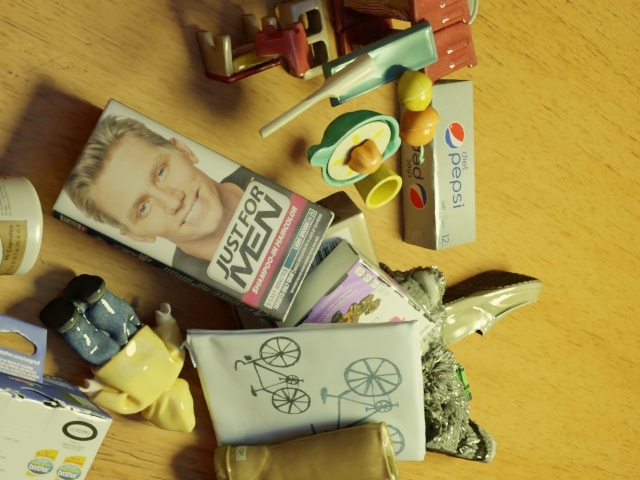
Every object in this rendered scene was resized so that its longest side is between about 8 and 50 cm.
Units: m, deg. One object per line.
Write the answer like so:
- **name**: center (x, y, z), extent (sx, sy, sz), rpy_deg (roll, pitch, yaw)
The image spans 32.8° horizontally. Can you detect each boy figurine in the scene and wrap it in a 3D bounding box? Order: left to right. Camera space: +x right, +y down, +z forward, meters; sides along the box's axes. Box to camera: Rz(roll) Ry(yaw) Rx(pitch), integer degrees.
- **boy figurine**: center (-0.268, 0.171, 1.577), extent (0.177, 0.092, 0.285), rpy_deg (-51, 125, -18)

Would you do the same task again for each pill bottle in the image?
- **pill bottle**: center (-0.477, -0.018, 1.354), extent (0.229, 0.131, 0.131), rpy_deg (-1, 99, -37)

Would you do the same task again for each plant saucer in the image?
- **plant saucer**: center (0.091, -0.256, 1.578), extent (0.192, 0.018, 0.067), rpy_deg (-27, 119, -23)

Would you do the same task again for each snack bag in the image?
- **snack bag**: center (-0.014, 0.236, 1.643), extent (0.037, 0.343, 0.323), rpy_deg (-87, 171, -47)

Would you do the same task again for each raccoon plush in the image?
- **raccoon plush**: center (0.178, 0.215, 1.915), extent (0.446, 0.216, 0.299), rpy_deg (33, 64, -61)

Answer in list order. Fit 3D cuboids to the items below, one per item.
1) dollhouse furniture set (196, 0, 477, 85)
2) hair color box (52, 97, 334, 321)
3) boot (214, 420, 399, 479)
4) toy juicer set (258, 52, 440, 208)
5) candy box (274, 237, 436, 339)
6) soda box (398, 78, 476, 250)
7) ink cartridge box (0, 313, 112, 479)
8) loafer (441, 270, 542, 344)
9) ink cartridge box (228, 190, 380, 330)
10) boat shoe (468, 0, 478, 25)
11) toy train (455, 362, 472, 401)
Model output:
- **dollhouse furniture set**: center (0.030, -0.289, 1.652), extent (0.374, 0.201, 0.152), rpy_deg (-27, 118, -29)
- **hair color box**: center (-0.176, -0.035, 1.510), extent (0.347, 0.105, 0.173), rpy_deg (26, 80, -10)
- **boot**: center (-0.009, 0.393, 1.699), extent (0.089, 0.270, 0.236), rpy_deg (-87, 164, -51)
- **toy juicer set**: center (0.078, -0.160, 1.563), extent (0.209, 0.089, 0.329), rpy_deg (-45, 151, 12)
- **candy box**: center (0.052, 0.119, 1.650), extent (0.165, 0.070, 0.196), rpy_deg (-46, 125, 6)
- **soda box**: center (0.203, -0.133, 1.882), extent (0.098, 0.091, 0.286), rpy_deg (-13, 106, -34)
- **ink cartridge box**: center (-0.450, 0.293, 1.379), extent (0.270, 0.151, 0.395), rpy_deg (28, 88, -47)
- **loafer**: center (0.293, 0.125, 2.001), extent (0.269, 0.102, 0.092), rpy_deg (-14, 108, -25)
- **ink cartridge box**: center (-0.029, 0.060, 1.680), extent (0.235, 0.088, 0.193), rpy_deg (-26, 125, -10)
- **boat shoe**: center (0.236, -0.511, 1.852), extent (0.112, 0.095, 0.335), rpy_deg (10, 89, -3)
- **toy train**: center (0.269, 0.267, 2.049), extent (0.017, 0.024, 0.083), rpy_deg (-29, 115, -30)
